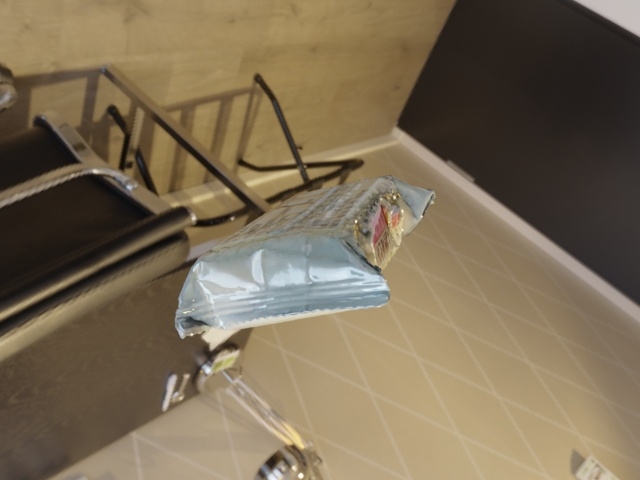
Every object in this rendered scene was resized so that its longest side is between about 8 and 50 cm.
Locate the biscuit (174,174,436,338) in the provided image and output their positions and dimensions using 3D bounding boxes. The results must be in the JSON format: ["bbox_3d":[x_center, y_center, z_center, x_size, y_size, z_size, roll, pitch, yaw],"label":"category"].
[{"bbox_3d":[0.005,-0.001,0.601,0.309,0.186,0.079,-45,125,-69],"label":"biscuit"}]
